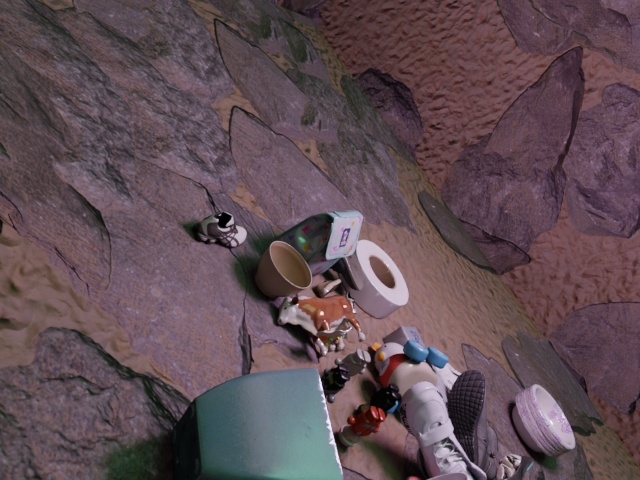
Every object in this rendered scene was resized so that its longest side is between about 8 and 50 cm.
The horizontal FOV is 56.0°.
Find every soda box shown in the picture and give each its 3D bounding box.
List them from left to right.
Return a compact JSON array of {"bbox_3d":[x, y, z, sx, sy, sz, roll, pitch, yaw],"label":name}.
[{"bbox_3d":[0.325,0.433,2.025,0.098,0.091,0.286,14,44,-51],"label":"soda box"}]

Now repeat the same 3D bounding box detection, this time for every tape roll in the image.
[{"bbox_3d":[0.191,0.138,2.183,0.286,0.100,0.286,37,29,-26],"label":"tape roll"}]

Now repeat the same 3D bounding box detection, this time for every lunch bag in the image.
[{"bbox_3d":[0.000,0.000,1.870,0.160,0.262,0.223,58,26,14],"label":"lunch bag"}]

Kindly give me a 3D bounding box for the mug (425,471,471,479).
[{"bbox_3d":[0.248,0.757,1.331,0.374,0.276,0.328,-19,78,-31],"label":"mug"}]

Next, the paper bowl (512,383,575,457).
[{"bbox_3d":[0.902,0.751,2.476,0.284,0.148,0.284,37,29,-25],"label":"paper bowl"}]

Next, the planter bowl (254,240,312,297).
[{"bbox_3d":[-0.120,0.097,1.724,0.162,0.109,0.162,38,28,-25],"label":"planter bowl"}]

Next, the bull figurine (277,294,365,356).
[{"bbox_3d":[0.008,0.237,1.762,0.310,0.101,0.188,-5,67,-53],"label":"bull figurine"}]

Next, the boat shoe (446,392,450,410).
[{"bbox_3d":[0.437,0.559,2.066,0.207,0.073,0.073,48,27,-3],"label":"boat shoe"}]

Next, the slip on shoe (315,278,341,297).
[{"bbox_3d":[0.025,0.148,1.969,0.041,0.051,0.135,42,30,11],"label":"slip on shoe"}]

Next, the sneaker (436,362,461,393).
[{"bbox_3d":[0.440,0.499,2.139,0.235,0.090,0.095,29,43,-35],"label":"sneaker"}]

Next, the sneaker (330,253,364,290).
[{"bbox_3d":[0.057,0.080,2.040,0.222,0.118,0.083,63,31,-3],"label":"sneaker"}]

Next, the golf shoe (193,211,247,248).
[{"bbox_3d":[-0.259,-0.032,1.690,0.198,0.094,0.077,2,53,-59],"label":"golf shoe"}]

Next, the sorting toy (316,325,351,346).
[{"bbox_3d":[0.046,0.253,1.641,0.083,0.075,0.045,-7,70,-46],"label":"sorting toy"}]

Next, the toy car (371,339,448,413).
[{"bbox_3d":[0.227,0.385,1.872,0.210,0.219,0.238,24,7,-42],"label":"toy car"}]

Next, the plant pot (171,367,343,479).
[{"bbox_3d":[-0.143,0.402,1.155,0.252,0.247,0.248,11,44,-30],"label":"plant pot"}]

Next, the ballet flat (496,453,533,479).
[{"bbox_3d":[0.677,0.808,2.110,0.096,0.095,0.280,45,24,16],"label":"ballet flat"}]

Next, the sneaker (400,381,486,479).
[{"bbox_3d":[0.338,0.561,1.629,0.210,0.137,0.366,40,-29,59],"label":"sneaker"}]

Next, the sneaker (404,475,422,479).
[{"bbox_3d":[0.336,0.752,1.575,0.116,0.136,0.314,2,54,-59],"label":"sneaker"}]

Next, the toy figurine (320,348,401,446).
[{"bbox_3d":[0.088,0.419,1.615,0.209,0.148,0.213,48,27,7],"label":"toy figurine"}]

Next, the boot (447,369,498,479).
[{"bbox_3d":[0.512,0.606,1.977,0.222,0.118,0.338,27,70,-47],"label":"boot"}]

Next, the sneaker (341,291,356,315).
[{"bbox_3d":[0.101,0.211,2.015,0.032,0.037,0.083,-2,59,-61],"label":"sneaker"}]
